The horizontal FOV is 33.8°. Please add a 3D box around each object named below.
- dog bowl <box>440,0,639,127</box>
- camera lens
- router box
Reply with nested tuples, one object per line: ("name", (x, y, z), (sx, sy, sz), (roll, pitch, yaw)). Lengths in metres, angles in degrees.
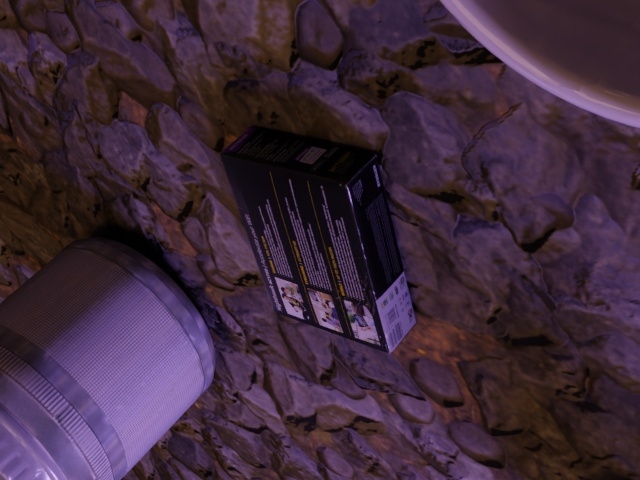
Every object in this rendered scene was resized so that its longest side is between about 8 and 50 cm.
("dog bowl", (0.162, -0.195, 0.445), (0.348, 0.102, 0.349), (28, 144, 23))
("camera lens", (-0.261, 0.148, 1.098), (0.219, 0.274, 0.219), (27, 143, 23))
("router box", (0.000, 0.000, 0.872), (0.133, 0.046, 0.179), (16, 137, 36))
